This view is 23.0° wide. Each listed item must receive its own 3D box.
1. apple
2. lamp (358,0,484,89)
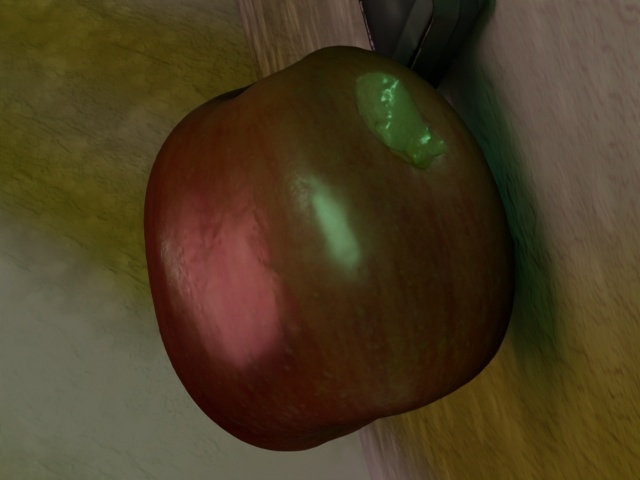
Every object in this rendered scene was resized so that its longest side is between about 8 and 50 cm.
[{"bbox_3d":[0.000,0.000,0.992,0.242,0.242,0.241,111,138,-81],"label":"apple"},{"bbox_3d":[0.041,-0.238,1.022,0.269,0.047,0.266,114,144,-81],"label":"lamp"}]
